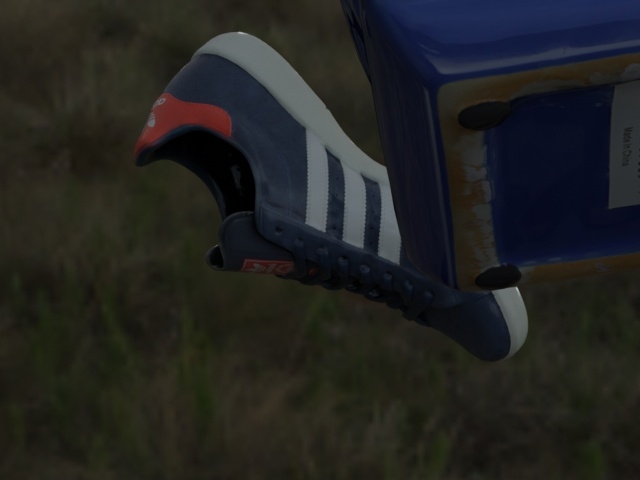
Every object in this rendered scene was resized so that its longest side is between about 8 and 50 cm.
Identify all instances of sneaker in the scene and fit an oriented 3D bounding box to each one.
[{"bbox_3d":[0.000,0.000,1.555,0.350,0.131,0.148,40,63,5],"label":"sneaker"}]

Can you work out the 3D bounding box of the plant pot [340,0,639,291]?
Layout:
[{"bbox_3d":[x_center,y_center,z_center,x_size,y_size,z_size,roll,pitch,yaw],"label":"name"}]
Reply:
[{"bbox_3d":[0.117,-0.117,0.768,0.236,0.236,0.212,-8,61,3],"label":"plant pot"}]
